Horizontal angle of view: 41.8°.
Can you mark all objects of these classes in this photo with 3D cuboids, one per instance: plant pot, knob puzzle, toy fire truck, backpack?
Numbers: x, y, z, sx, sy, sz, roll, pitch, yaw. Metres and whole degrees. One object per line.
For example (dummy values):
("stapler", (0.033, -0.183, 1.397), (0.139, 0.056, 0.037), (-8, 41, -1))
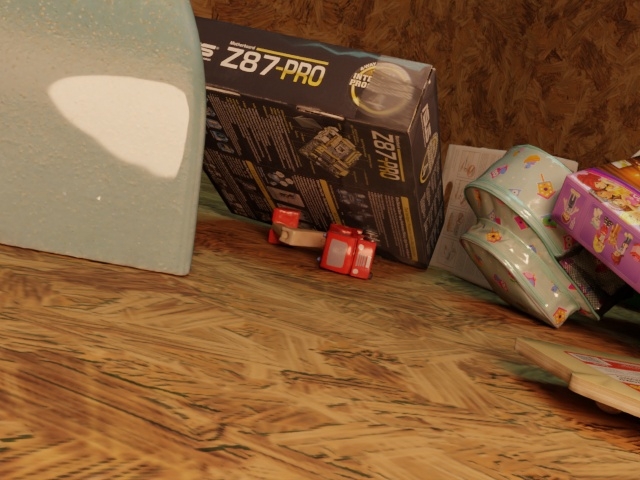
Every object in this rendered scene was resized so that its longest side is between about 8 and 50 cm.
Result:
("plant pot", (-0.224, -0.130, 0.772), (0.247, 0.252, 0.248), (12, 6, -15))
("knob puzzle", (0.241, 0.113, 0.535), (0.213, 0.030, 0.213), (13, 5, -1))
("toy fire truck", (0.000, 0.000, 1.018), (0.135, 0.047, 0.192), (13, 6, 1))
("backpack", (0.238, -0.006, 0.922), (0.144, 0.188, 0.166), (-33, 15, -5))

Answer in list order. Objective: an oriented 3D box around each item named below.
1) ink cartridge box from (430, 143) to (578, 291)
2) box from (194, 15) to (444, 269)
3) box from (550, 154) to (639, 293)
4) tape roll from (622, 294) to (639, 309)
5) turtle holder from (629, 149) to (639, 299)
("ink cartridge box", (0.240, -0.033, 1.159), (0.066, 0.189, 0.232), (11, 5, -21))
("box", (-0.012, -0.108, 1.051), (0.318, 0.097, 0.395), (17, -18, 17))
("box", (0.384, 0.021, 0.757), (0.201, 0.057, 0.293), (-15, 45, -28))
("tape roll", (0.611, 0.009, 1.347), (0.321, 0.077, 0.321), (-13, 26, 6))
("turtle holder", (0.487, 0.000, 1.031), (0.320, 0.227, 0.243), (47, -17, -27))
